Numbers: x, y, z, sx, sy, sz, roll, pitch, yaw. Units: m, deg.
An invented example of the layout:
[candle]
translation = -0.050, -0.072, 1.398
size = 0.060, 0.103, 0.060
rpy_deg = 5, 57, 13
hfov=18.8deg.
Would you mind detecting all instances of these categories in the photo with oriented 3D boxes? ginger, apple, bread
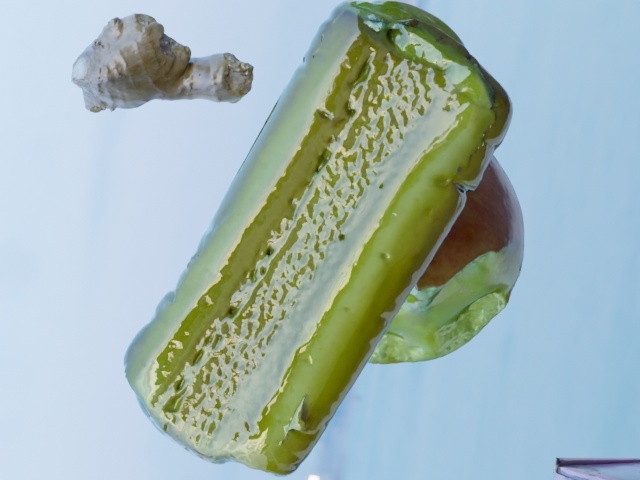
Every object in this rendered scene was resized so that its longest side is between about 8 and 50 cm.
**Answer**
[ginger]
translation = -0.144, -0.164, 1.746
size = 0.067, 0.165, 0.096
rpy_deg = -104, 11, -54
[apple]
translation = 0.075, 0.005, 1.794
size = 0.246, 0.226, 0.246
rpy_deg = -30, 38, 27
[bread]
translation = 0.000, 0.000, 1.483
size = 0.383, 0.166, 0.112
rpy_deg = -59, -8, 5

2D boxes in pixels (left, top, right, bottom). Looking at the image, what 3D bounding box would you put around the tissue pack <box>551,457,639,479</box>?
[tissue pack]
translation = 0.238, 0.242, 1.421
size = 0.246, 0.092, 0.149
rpy_deg = 13, -91, -63
